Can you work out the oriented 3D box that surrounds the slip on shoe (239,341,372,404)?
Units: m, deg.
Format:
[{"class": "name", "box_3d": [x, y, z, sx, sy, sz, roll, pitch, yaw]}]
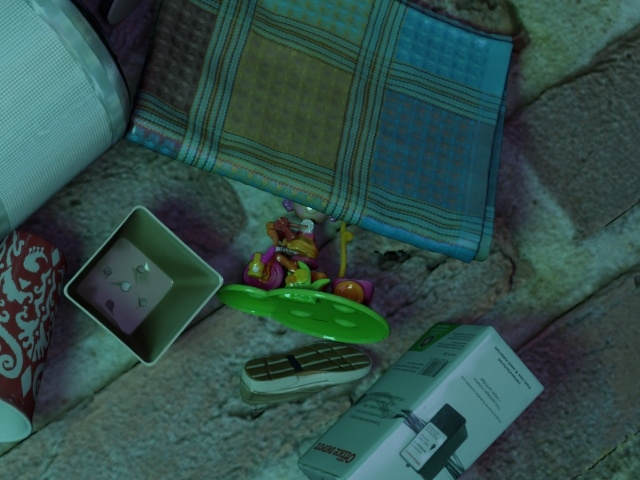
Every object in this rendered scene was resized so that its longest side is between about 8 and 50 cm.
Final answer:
[{"class": "slip on shoe", "box_3d": [-0.015, 0.135, 1.680, 0.135, 0.051, 0.041, -10, 131, -25]}]

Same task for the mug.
[{"class": "mug", "box_3d": [-0.311, 0.079, 1.538, 0.150, 0.113, 0.169, 8, 60, 8]}]

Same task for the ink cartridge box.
[{"class": "ink cartridge box", "box_3d": [0.094, 0.180, 1.653, 0.208, 0.153, 0.087, -43, 101, -13]}]

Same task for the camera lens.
[{"class": "camera lens", "box_3d": [-0.321, -0.108, 1.488, 0.274, 0.219, 0.219, -43, 100, -20]}]

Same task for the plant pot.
[{"class": "plant pot", "box_3d": [-0.174, 0.043, 1.603, 0.109, 0.096, 0.109, 42, 77, -11]}]

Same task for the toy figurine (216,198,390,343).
[{"class": "toy figurine", "box_3d": [0.000, 0.000, 1.669, 0.173, 0.130, 0.159, 11, 70, 8]}]

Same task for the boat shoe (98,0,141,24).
[{"class": "boat shoe", "box_3d": [-0.180, -0.270, 1.642, 0.042, 0.049, 0.133, 26, 87, 13]}]

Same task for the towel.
[{"class": "towel", "box_3d": [0.013, -0.147, 1.649, 0.370, 0.040, 0.271, 20, 59, -15]}]
